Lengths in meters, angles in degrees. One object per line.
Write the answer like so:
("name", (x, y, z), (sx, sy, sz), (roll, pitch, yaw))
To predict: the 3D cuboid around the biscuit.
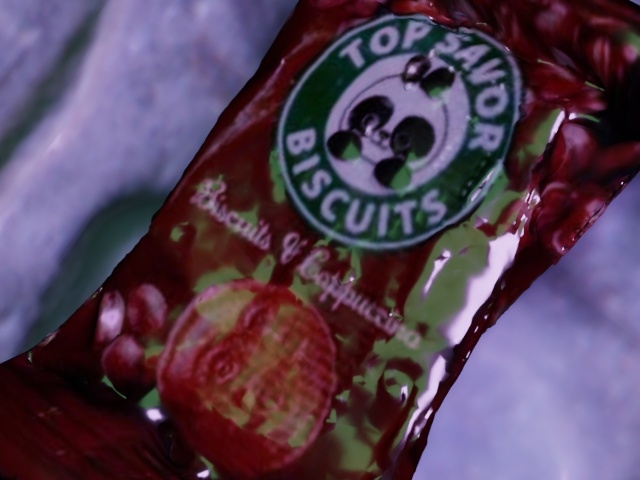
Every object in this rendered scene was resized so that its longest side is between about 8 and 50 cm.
("biscuit", (0.004, 0.004, 0.505), (0.151, 0.063, 0.235), (37, 91, 29))
